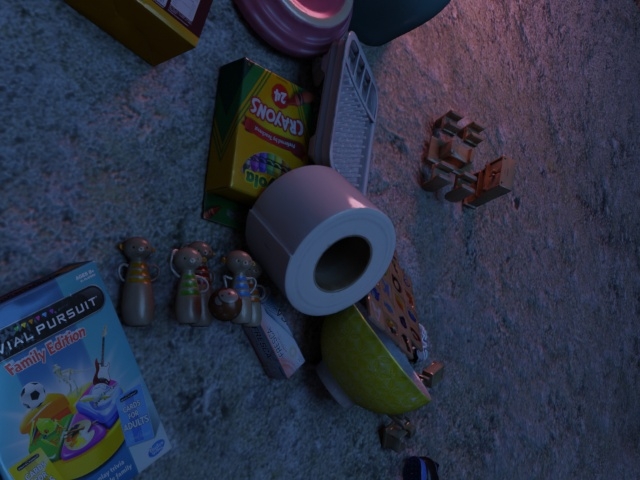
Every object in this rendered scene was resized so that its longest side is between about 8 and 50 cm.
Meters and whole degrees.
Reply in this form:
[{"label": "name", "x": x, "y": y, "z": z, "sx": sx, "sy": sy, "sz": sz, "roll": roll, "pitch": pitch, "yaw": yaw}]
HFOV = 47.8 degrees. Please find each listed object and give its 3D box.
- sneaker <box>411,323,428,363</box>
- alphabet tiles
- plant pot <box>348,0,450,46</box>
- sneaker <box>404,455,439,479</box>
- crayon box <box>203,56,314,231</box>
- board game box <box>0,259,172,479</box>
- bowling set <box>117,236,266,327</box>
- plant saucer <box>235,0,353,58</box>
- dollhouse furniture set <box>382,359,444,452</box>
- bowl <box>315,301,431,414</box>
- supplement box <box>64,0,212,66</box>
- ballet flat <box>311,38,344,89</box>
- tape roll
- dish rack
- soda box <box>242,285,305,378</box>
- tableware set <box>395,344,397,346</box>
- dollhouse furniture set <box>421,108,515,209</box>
[{"label": "sneaker", "x": 0.236, "y": 0.258, "z": 1.792, "sx": 0.069, "sy": 0.038, "sz": 0.098, "roll": -14, "pitch": 94, "yaw": -49}, {"label": "alphabet tiles", "x": 0.142, "y": 0.090, "z": 1.624, "sx": 0.285, "sy": 0.011, "sz": 0.342, "roll": 46, "pitch": 26, "yaw": -34}, {"label": "plant pot", "x": 0.194, "y": -0.642, "z": 1.733, "sx": 0.293, "sy": 0.235, "sz": 0.292, "roll": 8, "pitch": 79, "yaw": -47}, {"label": "sneaker", "x": 0.245, "y": 0.634, "z": 1.715, "sx": 0.090, "sy": 0.081, "sz": 0.232, "roll": 22, "pitch": 67, "yaw": -36}, {"label": "crayon box", "x": -0.117, "y": -0.174, "z": 1.437, "sx": 0.202, "sy": 0.081, "sz": 0.318, "roll": 18, "pitch": 72, "yaw": -45}, {"label": "board game box", "x": -0.394, "y": 0.233, "z": 1.073, "sx": 0.254, "sy": 0.079, "sz": 0.336, "roll": -32, "pitch": 108, "yaw": -46}, {"label": "bowling set", "x": -0.177, "y": 0.065, "z": 1.220, "sx": 0.287, "sy": 0.200, "sz": 0.154, "roll": 5, "pitch": 78, "yaw": -37}, {"label": "plant saucer", "x": -0.045, "y": -0.561, "z": 1.542, "sx": 0.332, "sy": 0.084, "sz": 0.332, "roll": 9, "pitch": 76, "yaw": -39}, {"label": "dollhouse furniture set", "x": 0.198, "y": 0.381, "z": 1.720, "sx": 0.182, "sy": 0.101, "sz": 0.160, "roll": -27, "pitch": 129, "yaw": -47}, {"label": "bowl", "x": 0.084, "y": 0.262, "z": 1.514, "sx": 0.156, "sy": 0.289, "sz": 0.289, "roll": -38, "pitch": 121, "yaw": 4}, {"label": "supplement box", "x": -0.296, "y": -0.447, "z": 1.243, "sx": 0.191, "sy": 0.129, "sz": 0.194, "roll": 34, "pitch": 61, "yaw": -39}, {"label": "ballet flat", "x": 0.006, "y": -0.409, "z": 1.639, "sx": 0.052, "sy": 0.057, "sz": 0.168, "roll": 30, "pitch": 55, "yaw": -9}, {"label": "tape roll", "x": 0.000, "y": 0.000, "z": 1.390, "sx": 0.246, "sy": 0.169, "sz": 0.246, "roll": -21, "pitch": 134, "yaw": -23}, {"label": "dish rack", "x": 0.050, "y": -0.252, "z": 1.580, "sx": 0.285, "sy": 0.072, "sz": 0.332, "roll": 51, "pitch": 44, "yaw": -63}, {"label": "soda box", "x": -0.101, "y": 0.182, "z": 1.418, "sx": 0.063, "sy": 0.058, "sz": 0.183, "roll": -42, "pitch": 115, "yaw": -42}, {"label": "tableware set", "x": 0.171, "y": 0.200, "z": 1.741, "sx": 0.104, "sy": 0.024, "sz": 0.154, "roll": 13, "pitch": 75, "yaw": -46}, {"label": "dollhouse furniture set", "x": 0.385, "y": -0.198, "z": 1.985, "sx": 0.242, "sy": 0.161, "sz": 0.212, "roll": 23, "pitch": 66, "yaw": -20}]
